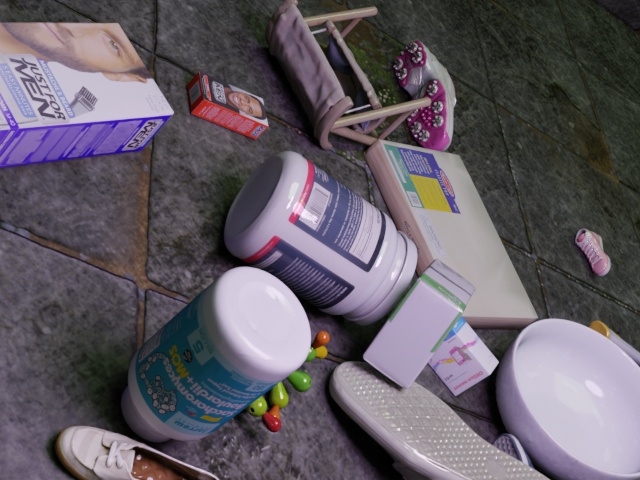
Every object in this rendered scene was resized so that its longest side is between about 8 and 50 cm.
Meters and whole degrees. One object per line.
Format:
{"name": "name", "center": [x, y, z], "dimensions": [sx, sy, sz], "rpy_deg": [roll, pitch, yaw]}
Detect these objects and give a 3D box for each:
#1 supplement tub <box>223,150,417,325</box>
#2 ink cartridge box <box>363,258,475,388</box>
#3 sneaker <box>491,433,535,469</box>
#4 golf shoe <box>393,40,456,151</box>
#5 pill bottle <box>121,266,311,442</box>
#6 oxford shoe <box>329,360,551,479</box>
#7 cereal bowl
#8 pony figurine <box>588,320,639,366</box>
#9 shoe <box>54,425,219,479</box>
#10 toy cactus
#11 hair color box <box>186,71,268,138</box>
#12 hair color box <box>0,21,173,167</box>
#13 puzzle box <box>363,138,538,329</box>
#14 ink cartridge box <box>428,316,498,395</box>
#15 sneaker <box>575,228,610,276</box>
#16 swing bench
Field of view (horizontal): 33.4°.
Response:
{"name": "supplement tub", "center": [0.000, 0.000, 1.707], "dimensions": [0.272, 0.191, 0.191], "rpy_deg": [34, 38, -23]}
{"name": "ink cartridge box", "center": [0.166, 0.130, 1.736], "dimensions": [0.092, 0.160, 0.219], "rpy_deg": [36, 14, 7]}
{"name": "sneaker", "center": [0.374, 0.442, 1.804], "dimensions": [0.163, 0.086, 0.226], "rpy_deg": [16, 48, -37]}
{"name": "golf shoe", "center": [0.258, -0.308, 2.360], "dimensions": [0.140, 0.115, 0.306], "rpy_deg": [25, 43, -37]}
{"name": "pill bottle", "center": [-0.143, 0.157, 1.336], "dimensions": [0.146, 0.264, 0.146], "rpy_deg": [28, 40, -27]}
{"name": "oxford shoe", "center": [0.189, 0.354, 1.658], "dimensions": [0.449, 0.130, 0.169], "rpy_deg": [35, 33, 5]}
{"name": "cereal bowl", "center": [0.456, 0.315, 1.941], "dimensions": [0.338, 0.141, 0.339], "rpy_deg": [19, 42, -18]}
{"name": "pony figurine", "center": [0.723, 0.325, 2.163], "dimensions": [0.363, 0.303, 0.351], "rpy_deg": [16, 30, -39]}
{"name": "shoe", "center": [-0.222, 0.277, 1.315], "dimensions": [0.219, 0.058, 0.077], "rpy_deg": [30, 39, -26]}
{"name": "toy cactus", "center": [-0.086, 0.164, 1.553], "dimensions": [0.180, 0.112, 0.219], "rpy_deg": [34, 45, -6]}
{"name": "hair color box", "center": [-0.163, -0.237, 1.876], "dimensions": [0.141, 0.043, 0.072], "rpy_deg": [19, 44, -38]}
{"name": "hair color box", "center": [-0.396, -0.215, 1.541], "dimensions": [0.338, 0.110, 0.185], "rpy_deg": [-15, 69, -55]}
{"name": "puzzle box", "center": [0.261, -0.011, 2.133], "dimensions": [0.272, 0.052, 0.409], "rpy_deg": [6, 54, -45]}
{"name": "ink cartridge box", "center": [0.239, 0.199, 1.878], "dimensions": [0.122, 0.088, 0.052], "rpy_deg": [50, 34, -1]}
{"name": "sneaker", "center": [0.640, 0.025, 2.528], "dimensions": [0.070, 0.051, 0.134], "rpy_deg": [29, 37, -26]}
{"name": "swing bench", "center": [0.033, -0.320, 2.076], "dimensions": [0.254, 0.165, 0.253], "rpy_deg": [-7, 64, -45]}
